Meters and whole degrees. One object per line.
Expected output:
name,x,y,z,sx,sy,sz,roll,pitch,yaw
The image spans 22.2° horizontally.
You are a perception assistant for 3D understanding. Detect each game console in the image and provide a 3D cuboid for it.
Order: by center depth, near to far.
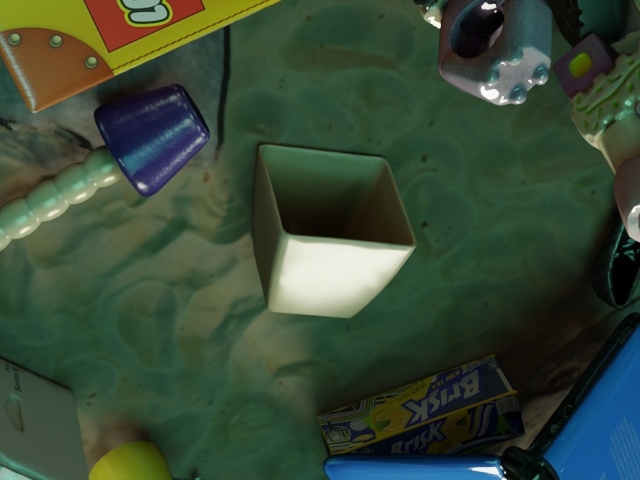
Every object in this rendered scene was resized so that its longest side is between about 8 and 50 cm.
game console,0.174,0.190,1.415,0.250,0.173,0.293,-51,147,-14

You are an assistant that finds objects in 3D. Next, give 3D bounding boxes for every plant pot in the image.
plant pot,0.000,0.000,1.275,0.109,0.109,0.096,5,130,-19

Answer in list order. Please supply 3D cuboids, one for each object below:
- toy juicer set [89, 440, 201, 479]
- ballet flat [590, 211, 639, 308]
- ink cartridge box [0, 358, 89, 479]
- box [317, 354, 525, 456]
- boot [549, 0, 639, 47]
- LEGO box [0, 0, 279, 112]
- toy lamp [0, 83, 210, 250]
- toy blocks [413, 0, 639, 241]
toy juicer set,-0.202,0.321,1.418,0.329,0.089,0.209,-47,139,9
ballet flat,0.277,-0.021,1.371,0.057,0.049,0.173,8,117,-21
ink cartridge box,-0.278,0.220,1.284,0.093,0.154,0.212,27,108,-28
box,0.088,0.160,1.414,0.168,0.059,0.054,-18,125,-6
boot,0.360,-0.350,1.139,0.445,0.146,0.367,-17,135,0
LEGO box,-0.119,-0.389,0.956,0.372,0.193,0.500,-25,123,-2
toy lamp,-0.209,-0.028,1.208,0.274,0.080,0.080,-31,123,2
toy blocks,0.285,-0.108,1.061,0.309,0.260,0.288,24,123,-40
